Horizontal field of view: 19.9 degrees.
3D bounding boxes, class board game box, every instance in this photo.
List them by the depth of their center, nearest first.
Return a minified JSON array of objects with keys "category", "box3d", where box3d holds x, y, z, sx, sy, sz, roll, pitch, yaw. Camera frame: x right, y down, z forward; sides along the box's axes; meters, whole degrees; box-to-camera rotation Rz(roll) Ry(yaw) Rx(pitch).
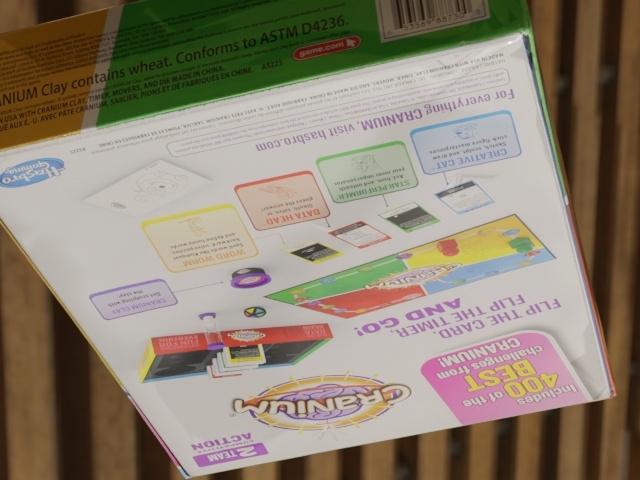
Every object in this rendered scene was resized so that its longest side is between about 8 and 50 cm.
[{"category":"board game box","box3d":[0.000,0.000,0.859,0.242,0.316,0.064,-12,-124,8]}]
